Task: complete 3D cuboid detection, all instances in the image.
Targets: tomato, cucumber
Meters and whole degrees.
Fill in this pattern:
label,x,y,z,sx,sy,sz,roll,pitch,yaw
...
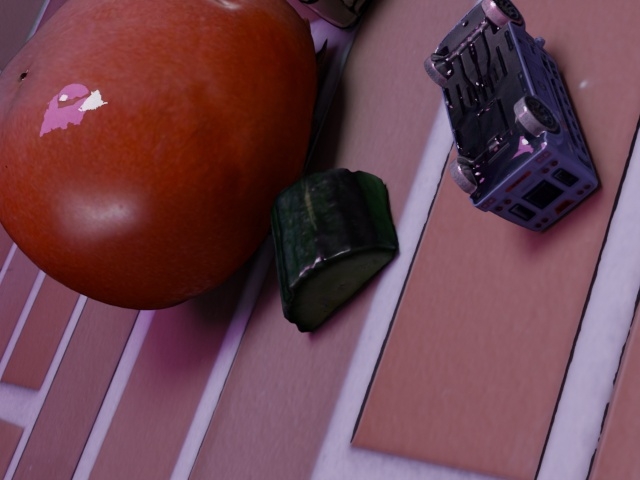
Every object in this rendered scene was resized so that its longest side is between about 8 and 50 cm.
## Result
label,x,y,z,sx,sy,sz,roll,pitch,yaw
tomato,-0.160,-0.110,0.993,0.341,0.273,0.341,-44,31,36
cucumber,0.000,0.000,0.859,0.116,0.062,0.115,-46,36,31

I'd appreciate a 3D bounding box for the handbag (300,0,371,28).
label,x,y,z,sx,sy,sz,roll,pitch,yaw
handbag,0.025,-0.420,1.031,0.237,0.160,0.358,44,106,33

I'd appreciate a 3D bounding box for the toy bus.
label,x,y,z,sx,sy,sz,roll,pitch,yaw
toy bus,0.126,-0.089,0.709,0.073,0.076,0.167,-43,35,34
